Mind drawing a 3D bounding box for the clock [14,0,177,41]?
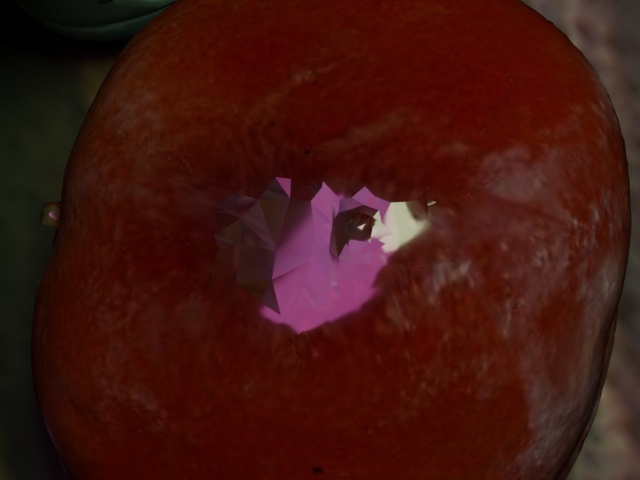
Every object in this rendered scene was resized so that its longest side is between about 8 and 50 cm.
[{"bbox_3d":[-0.014,-0.159,0.455,0.211,0.066,0.159,-28,75,-2],"label":"clock"}]

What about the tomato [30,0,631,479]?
[{"bbox_3d":[0.000,0.000,0.399,0.139,0.091,0.159,15,76,9],"label":"tomato"}]
